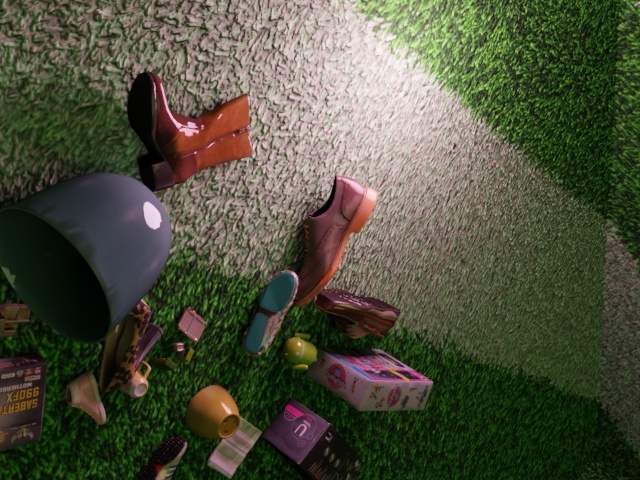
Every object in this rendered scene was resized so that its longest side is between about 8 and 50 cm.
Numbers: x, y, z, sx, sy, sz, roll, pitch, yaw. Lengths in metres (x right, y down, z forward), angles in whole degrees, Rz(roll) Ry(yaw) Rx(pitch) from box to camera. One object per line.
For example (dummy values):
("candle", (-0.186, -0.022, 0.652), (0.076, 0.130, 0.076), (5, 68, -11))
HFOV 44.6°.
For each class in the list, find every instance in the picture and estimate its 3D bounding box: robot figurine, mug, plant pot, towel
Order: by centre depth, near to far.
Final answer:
("plant pot", (-0.423, 0.009, 1.468), (0.235, 0.293, 0.293), (-44, 136, -43))
("mug", (-0.420, 0.316, 1.759), (0.062, 0.064, 0.078), (-1, 108, -44))
("plant pot", (-0.257, 0.445, 1.956), (0.134, 0.095, 0.134), (-21, 122, -37))
("towel", (-0.229, 0.556, 2.088), (0.152, 0.023, 0.113), (-53, 137, -13))
("robot figurine", (-0.056, 0.301, 2.109), (0.115, 0.067, 0.101), (30, 59, -47))

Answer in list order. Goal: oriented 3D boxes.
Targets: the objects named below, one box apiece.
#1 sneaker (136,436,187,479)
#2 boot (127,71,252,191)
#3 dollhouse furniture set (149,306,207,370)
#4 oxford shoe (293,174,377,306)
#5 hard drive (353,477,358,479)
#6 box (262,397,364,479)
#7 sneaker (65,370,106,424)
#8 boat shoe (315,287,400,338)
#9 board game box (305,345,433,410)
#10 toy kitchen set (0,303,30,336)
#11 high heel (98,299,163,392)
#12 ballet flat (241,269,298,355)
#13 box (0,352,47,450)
("sneaker", (-0.383, 0.556, 1.922), (0.161, 0.057, 0.075), (-52, 153, -16))
("boot", (-0.254, -0.256, 1.641), (0.280, 0.096, 0.264), (-28, 125, -35))
("dollhouse furniture set", (-0.336, 0.235, 1.836), (0.076, 0.058, 0.151), (49, 53, -37))
("oxford shoe", (0.000, 0.000, 2.019), (0.133, 0.130, 0.363), (29, 94, -15))
("hard drive", (0.051, 0.783, 2.394), (0.172, 0.054, 0.254), (-51, 154, -13))
("box", (-0.017, 0.595, 2.210), (0.143, 0.165, 0.270), (-50, 136, -17))
("sneaker", (-0.515, 0.353, 1.694), (0.070, 0.051, 0.134), (-25, 121, -33))
("boat shoe", (0.105, 0.220, 2.195), (0.324, 0.122, 0.120), (18, 98, -46))
("board game box", (0.144, 0.395, 2.235), (0.303, 0.224, 0.097), (10, 102, -47))
("toy kitchen set", (-0.599, 0.167, 1.506), (0.083, 0.075, 0.068), (2, 107, -41))
("high heel", (-0.443, 0.204, 1.654), (0.186, 0.093, 0.261), (-54, 146, -25))
("ballet flat", (-0.128, 0.184, 1.991), (0.241, 0.091, 0.077), (-60, 168, 1))
("box", (-0.663, 0.330, 1.531), (0.231, 0.056, 0.183), (-3, 110, -44))
